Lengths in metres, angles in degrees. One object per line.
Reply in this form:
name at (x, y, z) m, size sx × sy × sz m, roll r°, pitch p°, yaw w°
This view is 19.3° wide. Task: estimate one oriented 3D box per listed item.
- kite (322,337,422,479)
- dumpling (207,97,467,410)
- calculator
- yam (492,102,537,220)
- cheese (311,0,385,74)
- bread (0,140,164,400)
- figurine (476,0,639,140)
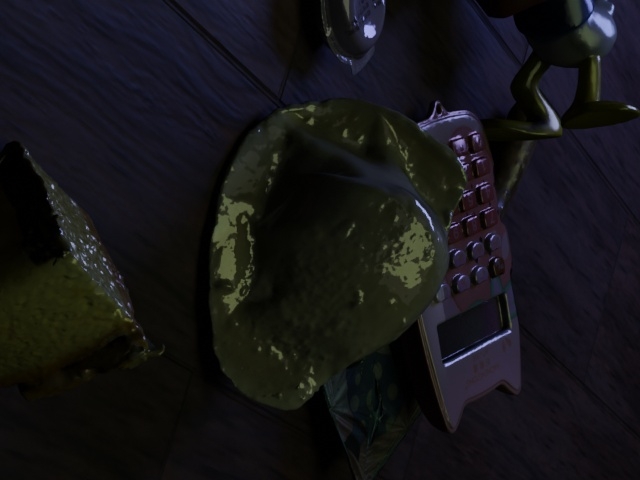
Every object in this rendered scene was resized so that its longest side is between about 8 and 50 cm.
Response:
kite at (0.059, 0.096, 1.868) m, size 0.335 × 0.011 × 0.314 m, roll 20°, pitch 74°, yaw -57°
dumpling at (0.004, -0.002, 1.633) m, size 0.227 × 0.175 × 0.243 m, roll 47°, pitch 38°, yaw -23°
calculator at (0.135, 0.019, 1.938) m, size 0.220 × 0.048 × 0.329 m, roll -19°, pitch 104°, yaw -55°
yam at (0.175, -0.007, 2.062) m, size 0.326 × 0.045 × 0.045 m, roll -67°, pitch -165°, yaw -19°
cheese at (0.021, -0.238, 1.679) m, size 0.105 × 0.042 × 0.191 m, roll -51°, pitch 138°, yaw -46°
bread at (-0.200, 0.021, 1.329) m, size 0.147 × 0.127 × 0.152 m, roll 56°, pitch 17°, yaw -51°
figurine at (0.213, -0.293, 1.950) m, size 0.283 × 0.205 × 0.338 m, roll 18°, pitch 72°, yaw -55°
